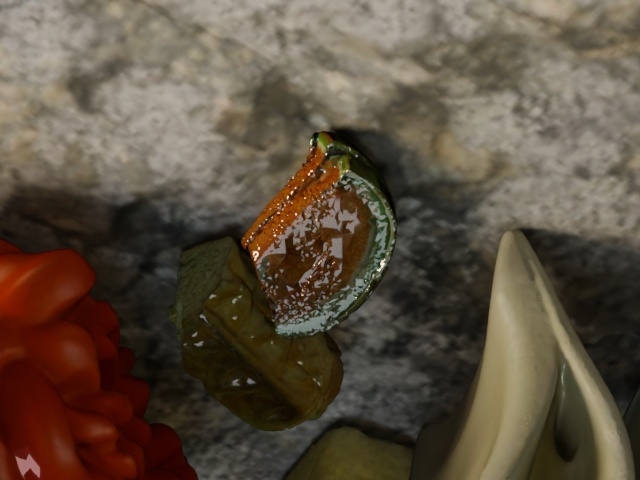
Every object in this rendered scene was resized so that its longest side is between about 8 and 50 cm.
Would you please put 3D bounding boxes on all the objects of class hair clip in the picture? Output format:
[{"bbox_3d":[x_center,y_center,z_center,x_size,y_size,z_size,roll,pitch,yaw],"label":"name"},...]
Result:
[{"bbox_3d":[0.077,0.152,0.751,0.113,0.282,0.172,23,132,5],"label":"hair clip"}]

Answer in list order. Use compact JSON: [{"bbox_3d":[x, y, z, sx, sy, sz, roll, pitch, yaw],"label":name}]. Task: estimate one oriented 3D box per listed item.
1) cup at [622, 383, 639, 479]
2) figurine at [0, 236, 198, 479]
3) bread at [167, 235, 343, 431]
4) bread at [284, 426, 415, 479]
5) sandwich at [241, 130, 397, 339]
[{"bbox_3d":[0.326,0.130,0.727,0.327,0.237,0.323,26,120,-4],"label":"cup"},{"bbox_3d":[-0.214,0.158,0.866,0.306,0.241,0.412,49,142,-6],"label":"figurine"},{"bbox_3d":[-0.035,0.053,0.835,0.066,0.060,0.110,-43,122,0],"label":"bread"},{"bbox_3d":[0.053,0.280,0.959,0.263,0.198,0.236,26,138,-16],"label":"bread"},{"bbox_3d":[0.002,0.004,0.785,0.069,0.026,0.101,28,109,-22],"label":"sandwich"}]
